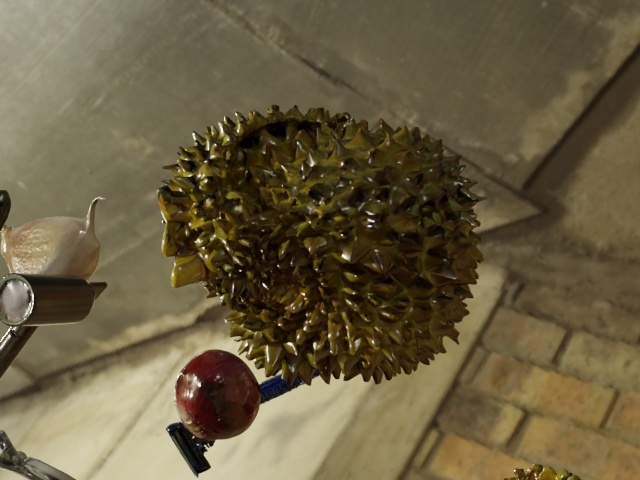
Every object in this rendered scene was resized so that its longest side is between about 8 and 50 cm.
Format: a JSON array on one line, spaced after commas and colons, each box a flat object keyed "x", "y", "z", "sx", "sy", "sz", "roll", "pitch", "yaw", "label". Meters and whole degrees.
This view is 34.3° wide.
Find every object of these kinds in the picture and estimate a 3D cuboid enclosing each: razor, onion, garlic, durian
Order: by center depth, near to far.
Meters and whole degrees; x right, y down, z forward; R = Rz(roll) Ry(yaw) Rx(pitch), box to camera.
[{"x": 0.002, "y": -0.008, "z": 0.916, "sx": 0.293, "sy": 0.258, "sz": 0.258, "roll": 12, "pitch": 153, "yaw": -4, "label": "durian"}, {"x": -0.145, "y": 0.219, "z": 1.461, "sx": 0.131, "sy": 0.131, "sz": 0.131, "roll": 26, "pitch": 152, "yaw": 15, "label": "onion"}, {"x": -0.071, "y": 0.223, "z": 1.543, "sx": 0.093, "sy": 0.324, "sz": 0.056, "roll": 62, "pitch": 173, "yaw": -23, "label": "razor"}, {"x": -0.474, "y": 0.023, "z": 1.932, "sx": 0.266, "sy": 0.128, "sz": 0.148, "roll": -18, "pitch": 124, "yaw": 20, "label": "garlic"}]

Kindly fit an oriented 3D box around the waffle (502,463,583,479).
[{"x": 0.287, "y": 0.428, "z": 1.445, "sx": 0.051, "sy": 0.229, "sz": 0.231, "roll": 15, "pitch": 160, "yaw": -16, "label": "waffle"}]

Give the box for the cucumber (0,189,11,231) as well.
[{"x": -0.577, "y": -0.005, "z": 1.755, "sx": 0.215, "sy": 0.052, "sz": 0.058, "roll": -48, "pitch": 63, "yaw": 26, "label": "cucumber"}]

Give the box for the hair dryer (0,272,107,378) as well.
[{"x": -0.453, "y": 0.153, "z": 1.587, "sx": 0.078, "sy": 0.248, "sz": 0.195, "roll": 46, "pitch": -166, "yaw": 20, "label": "hair dryer"}]

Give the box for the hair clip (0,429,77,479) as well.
[{"x": -0.349, "y": 0.328, "z": 1.367, "sx": 0.220, "sy": 0.054, "sz": 0.140, "roll": 34, "pitch": 154, "yaw": -4, "label": "hair clip"}]
